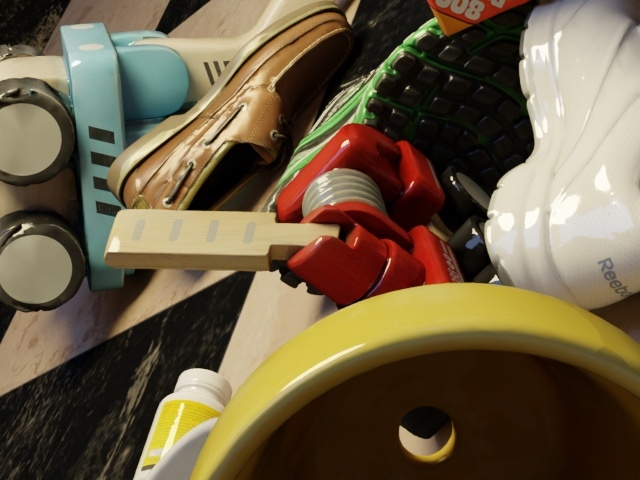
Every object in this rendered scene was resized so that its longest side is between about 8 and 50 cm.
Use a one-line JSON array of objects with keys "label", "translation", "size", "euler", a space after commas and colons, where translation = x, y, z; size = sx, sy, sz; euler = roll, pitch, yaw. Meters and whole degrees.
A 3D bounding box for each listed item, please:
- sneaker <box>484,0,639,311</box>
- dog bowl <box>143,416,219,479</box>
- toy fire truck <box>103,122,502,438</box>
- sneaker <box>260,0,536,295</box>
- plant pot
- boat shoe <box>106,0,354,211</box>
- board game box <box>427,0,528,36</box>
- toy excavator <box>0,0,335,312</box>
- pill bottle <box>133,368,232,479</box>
[{"label": "sneaker", "translation": [0.194, -0.071, 0.899], "size": [0.129, 0.111, 0.297], "euler": [-16, 45, 33]}, {"label": "dog bowl", "translation": [-0.070, 0.249, 0.876], "size": [0.265, 0.104, 0.265], "euler": [-51, 20, 28]}, {"label": "toy fire truck", "translation": [0.000, 0.000, 0.951], "size": [0.158, 0.246, 0.217], "euler": [-46, 24, 17]}, {"label": "sneaker", "translation": [0.072, -0.105, 1.109], "size": [0.343, 0.134, 0.146], "euler": [-37, 27, 36]}, {"label": "plant pot", "translation": [0.060, 0.131, 0.685], "size": [0.254, 0.254, 0.239], "euler": [-50, 9, 9]}, {"label": "boat shoe", "translation": [-0.070, -0.113, 1.456], "size": [0.307, 0.111, 0.104], "euler": [-43, 59, 0]}, {"label": "board game box", "translation": [0.169, -0.428, 0.958], "size": [0.356, 0.356, 0.356], "euler": [-21, 33, 16]}, {"label": "toy excavator", "translation": [-0.165, -0.163, 1.574], "size": [0.222, 0.445, 0.432], "euler": [-127, 33, -65]}, {"label": "pill bottle", "translation": [-0.109, 0.165, 1.164], "size": [0.065, 0.065, 0.116], "euler": [-32, 31, 41]}]
